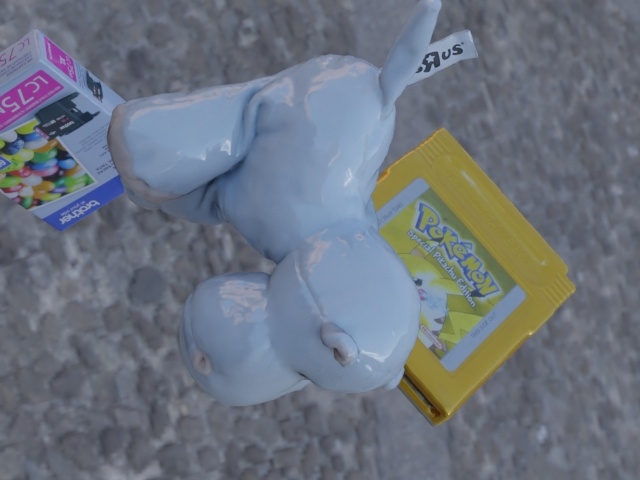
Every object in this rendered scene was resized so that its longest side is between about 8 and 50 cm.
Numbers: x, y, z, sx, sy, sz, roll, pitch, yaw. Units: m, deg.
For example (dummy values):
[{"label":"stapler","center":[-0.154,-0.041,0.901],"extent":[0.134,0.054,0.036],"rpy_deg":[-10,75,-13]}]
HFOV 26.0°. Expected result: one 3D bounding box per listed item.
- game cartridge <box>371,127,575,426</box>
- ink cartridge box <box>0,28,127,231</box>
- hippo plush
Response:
[{"label":"game cartridge","center":[0.151,0.035,1.751],"extent":[0.285,0.052,0.324],"rpy_deg":[48,53,4]},{"label":"ink cartridge box","center":[-0.318,-0.116,1.696],"extent":[0.311,0.186,0.065],"rpy_deg":[39,27,-52]},{"label":"hippo plush","center":[0.000,0.000,1.021],"extent":[0.234,0.294,0.236],"rpy_deg":[16,60,-71]}]
